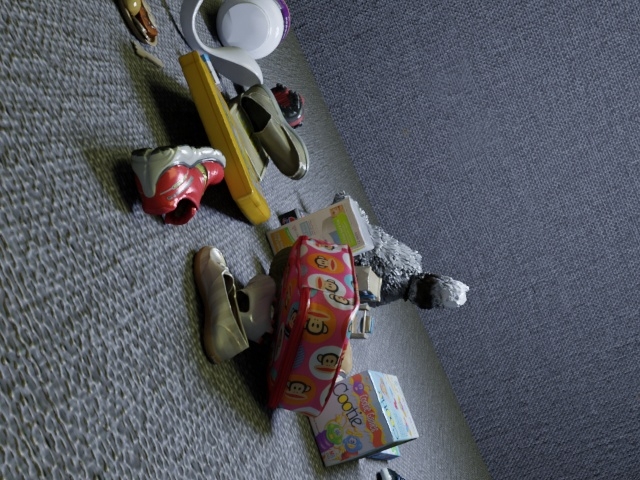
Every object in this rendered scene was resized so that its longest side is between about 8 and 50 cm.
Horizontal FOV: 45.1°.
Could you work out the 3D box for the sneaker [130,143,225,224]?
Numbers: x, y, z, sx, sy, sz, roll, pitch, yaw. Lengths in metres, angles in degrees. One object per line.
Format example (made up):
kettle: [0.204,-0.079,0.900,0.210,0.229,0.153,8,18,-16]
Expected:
sneaker: [-0.219,-0.083,1.187,0.279,0.107,0.118,-26,112,-78]

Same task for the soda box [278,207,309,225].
soda box: [-0.049,-0.035,1.945,0.060,0.053,0.169,69,11,11]

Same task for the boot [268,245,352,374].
boot: [-0.017,0.159,1.636,0.269,0.089,0.236,42,39,-65]

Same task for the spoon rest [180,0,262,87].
spoon rest: [-0.234,-0.438,1.784,0.276,0.137,0.084,47,66,-47]

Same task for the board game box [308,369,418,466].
board game box: [0.087,0.357,1.550,0.275,0.142,0.144,37,31,-69]

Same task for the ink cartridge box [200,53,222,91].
ink cartridge box: [-0.249,-0.349,1.647,0.083,0.048,0.028,65,11,-5]

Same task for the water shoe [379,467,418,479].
water shoe: [0.202,0.578,1.808,0.203,0.080,0.073,55,15,-46]

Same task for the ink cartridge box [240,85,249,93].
ink cartridge box: [-0.165,-0.348,2.105,0.224,0.056,0.181,164,-98,-82]

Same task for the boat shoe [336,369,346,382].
boat shoe: [0.023,0.296,1.612,0.043,0.049,0.137,61,13,22]

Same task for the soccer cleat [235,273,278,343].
soccer cleat: [-0.116,0.100,1.318,0.076,0.068,0.196,42,16,-19]

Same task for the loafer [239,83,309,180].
loafer: [-0.118,-0.248,1.815,0.251,0.094,0.087,58,35,2]

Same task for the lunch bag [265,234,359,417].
lunch bag: [-0.022,0.155,1.328,0.293,0.120,0.258,-91,-165,-64]

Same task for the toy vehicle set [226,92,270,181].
toy vehicle set: [-0.176,-0.242,1.808,0.267,0.035,0.166,-83,148,-69]

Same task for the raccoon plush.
raccoon plush: [0.184,0.014,2.141,0.299,0.446,0.216,58,47,-34]

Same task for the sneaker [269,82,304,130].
sneaker: [-0.093,-0.353,2.174,0.135,0.097,0.276,67,-7,-25]

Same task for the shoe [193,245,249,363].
shoe: [-0.149,0.090,1.187,0.076,0.058,0.219,55,16,-47]

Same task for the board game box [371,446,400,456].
board game box: [0.128,0.441,1.849,0.211,0.039,0.160,41,28,-64]

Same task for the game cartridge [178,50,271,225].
game cartridge: [-0.177,-0.185,1.482,0.324,0.052,0.285,92,-24,-83]

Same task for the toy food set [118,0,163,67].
toy food set: [-0.331,-0.420,1.424,0.132,0.038,0.192,12,55,-77]

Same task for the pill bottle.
pill bottle: [-0.184,-0.599,2.124,0.323,0.181,0.182,-82,147,-69]

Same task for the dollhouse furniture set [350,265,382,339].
dollhouse furniture set: [0.077,0.172,2.023,0.129,0.128,0.184,44,49,-65]

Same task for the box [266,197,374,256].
box: [0.000,0.000,1.710,0.103,0.203,0.114,18,51,-75]
